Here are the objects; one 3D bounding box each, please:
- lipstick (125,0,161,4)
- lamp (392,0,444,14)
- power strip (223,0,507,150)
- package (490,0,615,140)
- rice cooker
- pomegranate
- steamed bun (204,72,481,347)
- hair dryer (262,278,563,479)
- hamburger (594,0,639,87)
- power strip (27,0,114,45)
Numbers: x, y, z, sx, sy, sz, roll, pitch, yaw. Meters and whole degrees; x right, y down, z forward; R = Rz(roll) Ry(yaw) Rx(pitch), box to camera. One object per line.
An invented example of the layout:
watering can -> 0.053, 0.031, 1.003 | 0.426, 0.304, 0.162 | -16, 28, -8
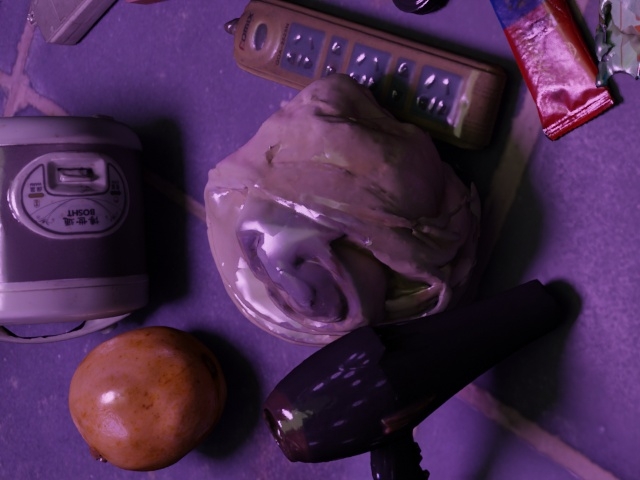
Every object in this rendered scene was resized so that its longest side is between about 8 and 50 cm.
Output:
lipstick -> -0.178, -0.322, 1.600 | 0.145, 0.045, 0.045 | -3, 89, 40
lamp -> 0.010, -0.398, 1.390 | 0.130, 0.108, 0.371 | -29, 73, 35
power strip -> 0.030, -0.192, 1.413 | 0.387, 0.066, 0.092 | 24, 105, 38
package -> 0.217, -0.203, 1.279 | 0.083, 0.022, 0.200 | -31, 73, 37
rice cooker -> -0.350, -0.012, 1.606 | 0.288, 0.288, 0.277 | -3, 88, 41
pomegranate -> -0.210, 0.193, 1.554 | 0.196, 0.196, 0.196 | 2, 93, 41
steamed bun -> 0.000, 0.000, 1.312 | 0.280, 0.207, 0.268 | -34, 92, 36
hair dryer -> 0.110, 0.215, 1.316 | 0.120, 0.303, 0.359 | 45, 152, 50
hamburger -> 0.326, -0.220, 1.119 | 0.214, 0.125, 0.235 | 41, 113, 39
power strip -> -0.283, -0.350, 1.686 | 0.272, 0.052, 0.078 | -38, 68, 34
